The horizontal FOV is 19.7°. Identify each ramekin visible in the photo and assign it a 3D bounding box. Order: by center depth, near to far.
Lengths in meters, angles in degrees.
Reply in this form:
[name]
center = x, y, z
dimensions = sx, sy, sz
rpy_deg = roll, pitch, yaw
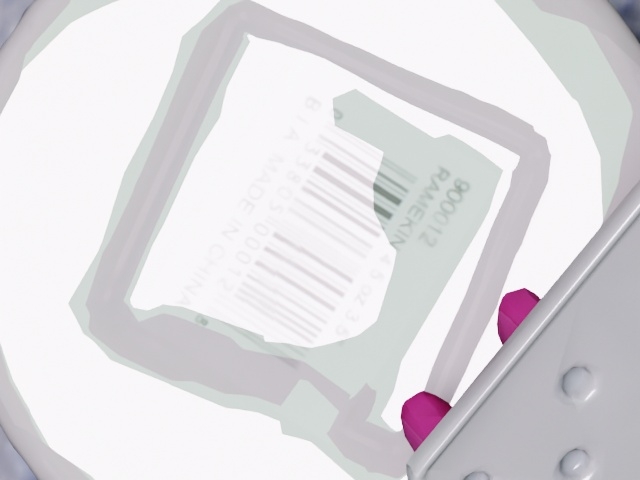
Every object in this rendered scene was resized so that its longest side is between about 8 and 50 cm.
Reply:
[ramekin]
center = 0.000, 0.000, 0.663
dimensions = 0.277, 0.135, 0.277
rpy_deg = 0, 86, 1

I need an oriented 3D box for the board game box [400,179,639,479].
[board game box]
center = 0.279, 0.021, 0.595
dimensions = 0.390, 0.050, 0.390
rpy_deg = 35, 99, -24
